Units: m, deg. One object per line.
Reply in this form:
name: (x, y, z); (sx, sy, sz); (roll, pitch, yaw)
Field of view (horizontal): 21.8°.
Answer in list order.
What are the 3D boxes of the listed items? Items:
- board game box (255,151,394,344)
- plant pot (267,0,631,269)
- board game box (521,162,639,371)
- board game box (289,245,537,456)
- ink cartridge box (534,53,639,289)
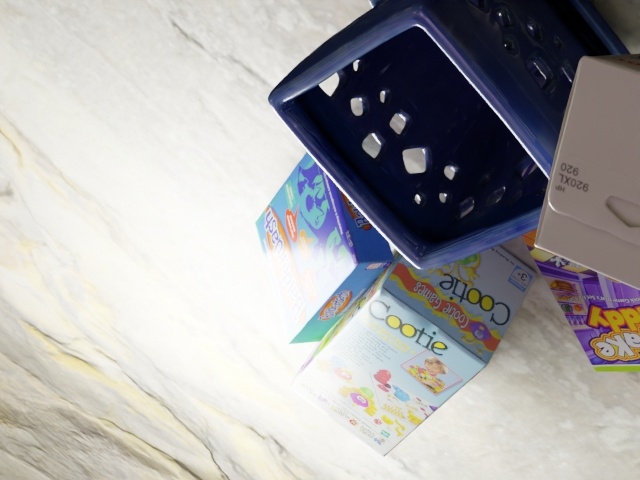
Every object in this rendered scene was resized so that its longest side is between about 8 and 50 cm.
board game box: (0.000, 0.000, 1.842); (0.210, 0.047, 0.160); (-52, 48, 54)
plant pot: (0.133, -0.145, 1.513); (0.236, 0.212, 0.236); (47, 143, -16)
board game box: (0.382, 0.017, 1.609); (0.347, 0.078, 0.233); (-5, 128, 42)
board game box: (0.100, 0.104, 1.876); (0.144, 0.142, 0.275); (36, 144, -2)
ink cartridge box: (0.322, -0.056, 1.363); (0.171, 0.232, 0.168); (23, 111, 36)
